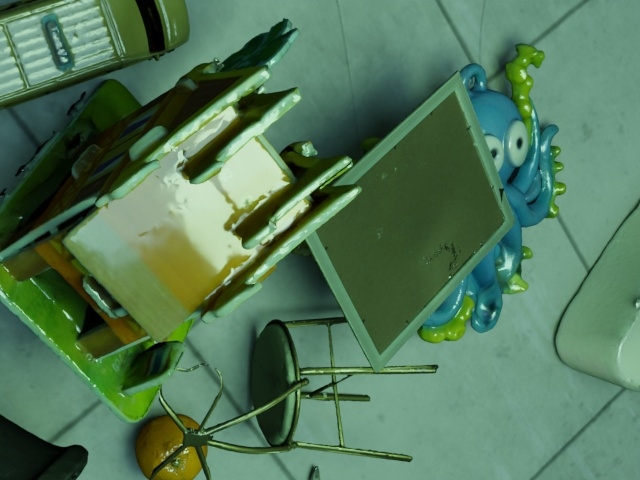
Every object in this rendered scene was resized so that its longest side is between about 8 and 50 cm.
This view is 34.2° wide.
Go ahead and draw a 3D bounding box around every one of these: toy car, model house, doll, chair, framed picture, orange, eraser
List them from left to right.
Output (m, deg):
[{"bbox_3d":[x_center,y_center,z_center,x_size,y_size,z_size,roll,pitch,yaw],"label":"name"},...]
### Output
[{"bbox_3d":[-0.246,-0.206,1.043,0.256,0.124,0.101,-23,108,-20],"label":"toy car"},{"bbox_3d":[-0.167,0.236,1.170,0.083,0.083,0.084,-4,99,-25],"label":"orange"},{"bbox_3d":[-0.089,-0.056,0.979,0.242,0.312,0.358,54,32,-22],"label":"model house"},{"bbox_3d":[-0.045,0.168,1.166,0.325,0.170,0.160,1,116,-24],"label":"chair"},{"bbox_3d":[0.101,-0.022,1.130,0.273,0.016,0.216,-42,122,-27],"label":"framed picture"},{"bbox_3d":[0.191,-0.046,1.267,0.346,0.098,0.341,-21,109,-31],"label":"doll"},{"bbox_3d":[0.523,0.109,1.443,0.331,0.150,0.331,-2,96,-24],"label":"eraser"}]

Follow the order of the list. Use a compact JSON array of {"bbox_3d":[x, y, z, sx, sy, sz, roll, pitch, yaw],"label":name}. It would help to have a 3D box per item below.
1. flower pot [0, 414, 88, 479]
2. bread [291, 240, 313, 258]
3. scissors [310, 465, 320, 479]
[{"bbox_3d":[-0.432,0.235,0.940,0.379,0.379,0.251,-41,91,-15],"label":"flower pot"},{"bbox_3d":[0.000,0.000,1.240,0.088,0.034,0.049,10,107,-22],"label":"bread"},{"bbox_3d":[-0.009,0.427,1.305,0.109,0.022,0.300,-4,98,-29],"label":"scissors"}]
